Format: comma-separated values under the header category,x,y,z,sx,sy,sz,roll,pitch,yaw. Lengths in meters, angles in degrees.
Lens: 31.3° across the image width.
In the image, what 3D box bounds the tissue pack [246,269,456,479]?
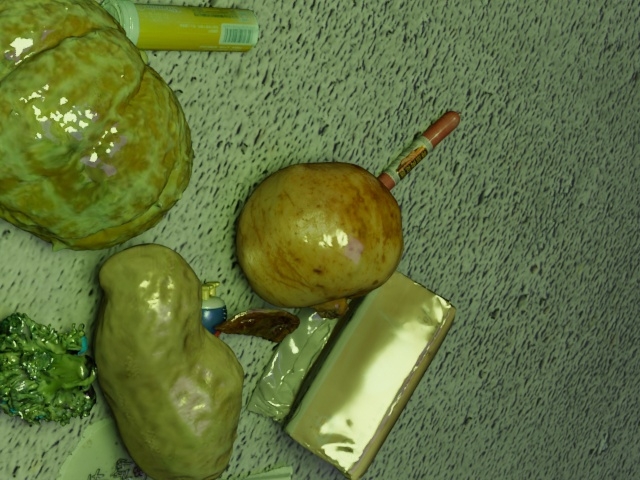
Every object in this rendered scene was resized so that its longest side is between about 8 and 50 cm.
category,x,y,z,sx,sy,sz,roll,pitch,yaw
tissue pack,0.044,0.192,1.793,0.238,0.238,0.305,38,80,-38

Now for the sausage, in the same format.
category,x,y,z,sx,sy,sz,roll,pitch,yaw
sausage,0.147,-0.134,1.872,0.253,0.034,0.034,-44,125,-19

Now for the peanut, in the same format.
category,x,y,z,sx,sy,sz,roll,pitch,yaw
peanut,-0.209,0.178,1.578,0.192,0.169,0.387,-11,118,5

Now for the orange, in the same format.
category,x,y,z,sx,sy,sz,roll,pitch,yaw
orange,-0.312,-0.129,1.395,0.271,0.210,0.368,-34,123,3

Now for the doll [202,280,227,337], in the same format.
category,x,y,z,sx,sy,sz,roll,pitch,yaw
doll,-0.165,0.133,1.685,0.099,0.058,0.143,-15,108,-68

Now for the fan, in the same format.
category,x,y,z,sx,sy,sz,roll,pitch,yaw
fan,-0.215,0.372,1.750,0.415,0.012,0.233,8,97,-37

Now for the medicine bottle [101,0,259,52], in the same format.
category,x,y,z,sx,sy,sz,roll,pitch,yaw
medicine bottle,-0.188,-0.286,1.545,0.218,0.074,0.074,-6,106,-39

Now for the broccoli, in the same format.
category,x,y,z,sx,sy,sz,roll,pitch,yaw
broccoli,-0.350,0.169,1.497,0.154,0.160,0.167,-18,101,-57

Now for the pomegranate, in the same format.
category,x,y,z,sx,sy,sz,roll,pitch,yaw
pomegranate,0.000,0.000,1.668,0.248,0.248,0.248,-12,110,-35

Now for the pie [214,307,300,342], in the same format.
category,x,y,z,sx,sy,sz,roll,pitch,yaw
pie,-0.079,0.122,1.710,0.191,0.088,0.033,25,49,-65
